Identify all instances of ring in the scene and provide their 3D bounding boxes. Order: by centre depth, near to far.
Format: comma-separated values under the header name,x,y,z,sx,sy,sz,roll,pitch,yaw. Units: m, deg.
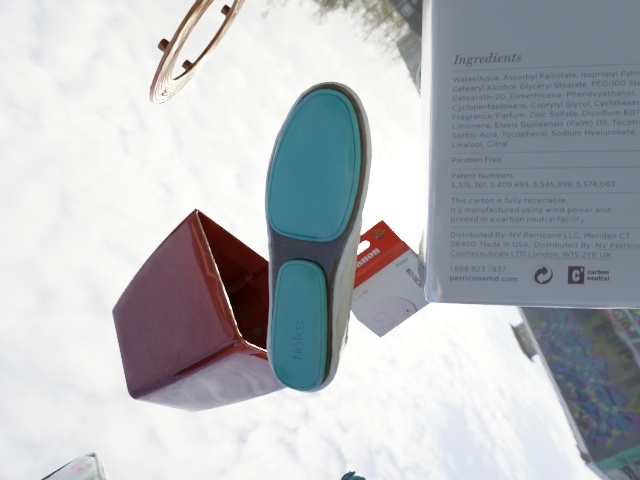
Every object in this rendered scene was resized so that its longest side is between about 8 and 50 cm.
name,x,y,z,sx,sy,sz,roll,pitch,yaw
ring,-0.221,-0.395,0.991,0.032,0.336,0.337,36,-154,-11

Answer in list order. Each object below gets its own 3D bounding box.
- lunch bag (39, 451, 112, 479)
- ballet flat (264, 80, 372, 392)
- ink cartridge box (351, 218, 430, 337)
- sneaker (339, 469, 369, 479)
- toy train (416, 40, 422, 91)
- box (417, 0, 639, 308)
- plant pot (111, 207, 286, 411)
name,x,y,z,sx,sy,sz,roll,pitch,yaw
lunch bag,-0.350,0.368,0.600,0.279,0.224,0.108,-26,-84,-25
ballet flat,0.000,0.000,0.708,0.139,0.139,0.401,-26,-57,-67
ink cartridge box,0.130,0.089,1.129,0.232,0.189,0.066,40,-161,-38
sneaker,0.071,0.612,1.074,0.104,0.125,0.262,-2,-77,-55
toy train,0.273,-0.283,0.765,0.142,0.190,0.334,10,-168,-30
box,0.169,-0.130,0.444,0.215,0.168,0.346,-11,-79,-81
plant pot,-0.201,0.154,0.935,0.267,0.235,0.267,43,-163,-56
